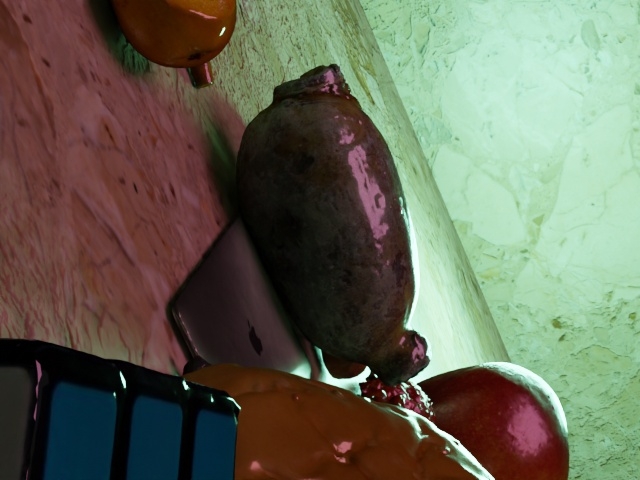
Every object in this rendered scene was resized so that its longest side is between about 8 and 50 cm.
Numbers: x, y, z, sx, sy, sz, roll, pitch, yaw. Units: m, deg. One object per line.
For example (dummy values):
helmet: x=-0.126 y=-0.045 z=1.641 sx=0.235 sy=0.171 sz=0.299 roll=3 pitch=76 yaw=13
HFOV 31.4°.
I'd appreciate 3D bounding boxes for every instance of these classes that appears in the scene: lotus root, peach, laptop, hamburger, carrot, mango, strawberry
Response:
lotus root: x=0.013 y=-0.004 z=1.195 sx=0.175 sy=0.175 sz=0.349 roll=-27 pitch=99 yaw=-76
peach: x=0.221 y=0.280 z=1.578 sx=0.275 sy=0.245 sz=0.248 roll=37 pitch=6 yaw=-48
laptop: x=-0.067 y=0.096 z=1.062 sx=0.269 sy=0.015 sz=0.187 roll=-66 pitch=134 yaw=-71
hamburger: x=0.012 y=0.217 z=0.680 sx=0.319 sy=0.158 sz=0.318 roll=24 pitch=32 yaw=-16
carrot: x=-0.134 y=-0.207 z=1.200 sx=0.032 sy=0.032 sz=0.093 roll=-35 pitch=108 yaw=-76
mango: x=-0.147 y=-0.246 z=1.069 sx=0.141 sy=0.102 sz=0.217 roll=25 pitch=38 yaw=-37
strawberry: x=0.098 y=0.240 z=1.393 sx=0.146 sy=0.082 sz=0.187 roll=48 pitch=30 yaw=-41

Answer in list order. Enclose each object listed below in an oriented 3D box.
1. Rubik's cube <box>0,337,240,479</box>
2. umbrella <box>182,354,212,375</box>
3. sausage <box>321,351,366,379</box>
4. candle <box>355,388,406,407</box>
Rubik's cube: x=-0.133 y=0.121 z=0.395 sx=0.162 sy=0.163 sz=0.160 roll=40 pitch=52 yaw=-70
umbrella: x=-0.093 y=0.146 z=0.863 sx=0.036 sy=0.031 sz=0.133 roll=28 pitch=37 yaw=-30
sausage: x=0.002 y=0.001 z=1.331 sx=0.087 sy=0.079 sz=0.326 roll=-3 pitch=71 yaw=-49
candle: x=0.040 y=0.244 z=1.180 sx=0.059 sy=0.084 sz=0.301 roll=35 pitch=28 yaw=-7
